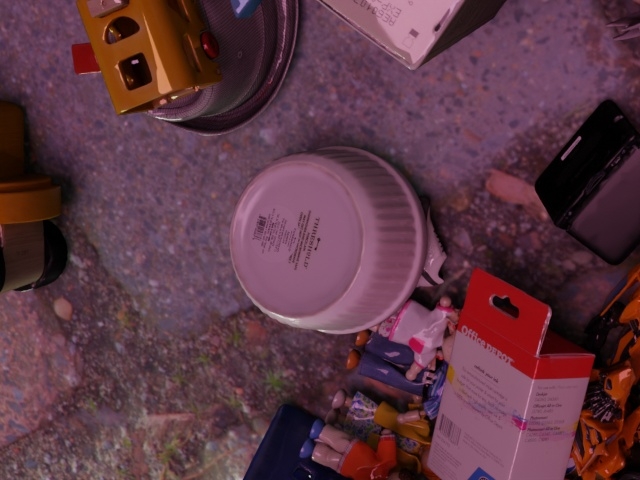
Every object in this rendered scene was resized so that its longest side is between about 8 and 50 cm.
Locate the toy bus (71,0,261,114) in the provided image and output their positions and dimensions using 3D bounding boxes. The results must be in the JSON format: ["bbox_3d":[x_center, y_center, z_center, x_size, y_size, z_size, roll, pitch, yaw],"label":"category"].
[{"bbox_3d":[-0.177,-0.220,0.948,0.202,0.104,0.191,28,110,13],"label":"toy bus"}]

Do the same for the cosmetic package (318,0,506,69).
[{"bbox_3d":[0.119,-0.262,0.845,0.113,0.309,0.160,37,117,4],"label":"cosmetic package"}]

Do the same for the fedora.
[{"bbox_3d":[-0.152,-0.239,1.062,0.243,0.124,0.276,9,112,18],"label":"fedora"}]

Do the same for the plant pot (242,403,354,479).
[{"bbox_3d":[-0.015,0.377,1.182,0.212,0.236,0.236,23,116,4],"label":"plant pot"}]

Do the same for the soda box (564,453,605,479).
[{"bbox_3d":[0.291,0.247,1.107,0.181,0.058,0.061,40,119,3],"label":"soda box"}]

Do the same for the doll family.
[{"bbox_3d":[0.103,0.180,1.141,0.163,0.118,0.263,24,98,18],"label":"doll family"}]

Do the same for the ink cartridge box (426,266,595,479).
[{"bbox_3d":[0.194,0.155,1.015,0.134,0.078,0.231,33,116,58],"label":"ink cartridge box"}]

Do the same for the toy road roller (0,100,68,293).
[{"bbox_3d":[-0.478,-0.053,1.223,0.329,0.202,0.241,4,98,15],"label":"toy road roller"}]

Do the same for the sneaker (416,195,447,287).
[{"bbox_3d":[0.118,0.002,1.100,0.043,0.040,0.109,0,114,4],"label":"sneaker"}]

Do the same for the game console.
[{"bbox_3d":[0.290,-0.058,0.995,0.071,0.107,0.122,21,121,-27],"label":"game console"}]

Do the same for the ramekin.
[{"bbox_3d":[0.000,0.000,1.064,0.207,0.109,0.207,1,91,30],"label":"ramekin"}]

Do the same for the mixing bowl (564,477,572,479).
[{"bbox_3d":[0.271,0.356,1.089,0.181,0.098,0.181,29,147,21],"label":"mixing bowl"}]

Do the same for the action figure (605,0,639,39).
[{"bbox_3d":[0.296,-0.294,0.853,0.185,0.099,0.285,-31,106,-10],"label":"action figure"}]

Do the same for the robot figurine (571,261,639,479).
[{"bbox_3d":[0.318,0.125,0.958,0.085,0.211,0.291,7,136,-23],"label":"robot figurine"}]
